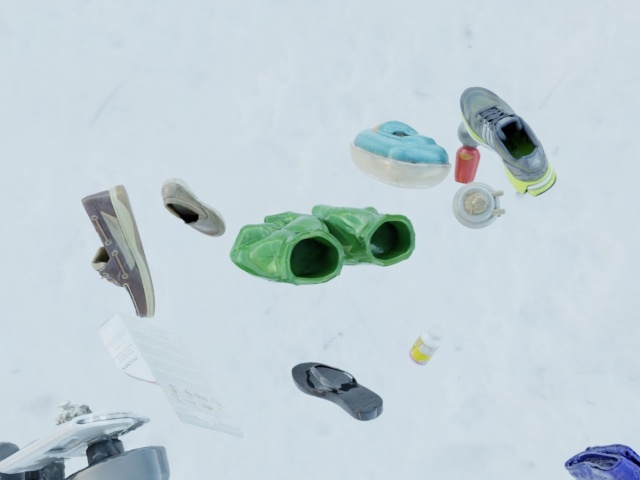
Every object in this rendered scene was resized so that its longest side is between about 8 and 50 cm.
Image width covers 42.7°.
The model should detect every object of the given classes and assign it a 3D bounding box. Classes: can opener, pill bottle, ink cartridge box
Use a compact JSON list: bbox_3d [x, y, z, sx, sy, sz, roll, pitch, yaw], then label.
[{"bbox_3d":[-0.242,0.201,0.654,0.280,0.074,0.093,-28,66,28],"label":"can opener"},{"bbox_3d":[0.202,0.197,1.553,0.043,0.043,0.083,25,126,-4],"label":"pill bottle"},{"bbox_3d":[-0.242,0.231,1.326,0.066,0.189,0.232,-40,58,9],"label":"ink cartridge box"}]

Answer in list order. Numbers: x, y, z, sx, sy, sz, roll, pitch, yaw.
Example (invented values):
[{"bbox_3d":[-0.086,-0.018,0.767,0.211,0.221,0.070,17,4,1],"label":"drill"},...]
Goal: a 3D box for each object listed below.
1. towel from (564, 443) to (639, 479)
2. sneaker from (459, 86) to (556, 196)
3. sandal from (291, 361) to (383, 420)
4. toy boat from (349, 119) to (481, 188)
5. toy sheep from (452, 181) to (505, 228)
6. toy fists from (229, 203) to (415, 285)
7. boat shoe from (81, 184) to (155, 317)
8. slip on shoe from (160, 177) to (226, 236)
[{"bbox_3d":[0.587,0.474,1.412,0.308,0.227,0.076,44,77,6],"label":"towel"},{"bbox_3d":[0.385,-0.232,1.702,0.111,0.121,0.300,-33,55,0],"label":"sneaker"},{"bbox_3d":[0.037,0.306,1.756,0.097,0.255,0.054,-25,119,-37],"label":"sandal"},{"bbox_3d":[0.223,-0.202,1.787,0.318,0.267,0.148,-1,108,-28],"label":"toy boat"},{"bbox_3d":[0.273,-0.060,1.426,0.091,0.132,0.091,-1,82,5],"label":"toy sheep"},{"bbox_3d":[0.000,0.000,1.174,0.279,0.142,0.096,-13,100,-41],"label":"toy fists"},{"bbox_3d":[-0.467,0.039,1.887,0.123,0.123,0.342,-15,123,-12],"label":"boat shoe"},{"bbox_3d":[-0.182,-0.036,1.174,0.051,0.135,0.041,-15,52,17],"label":"slip on shoe"}]
